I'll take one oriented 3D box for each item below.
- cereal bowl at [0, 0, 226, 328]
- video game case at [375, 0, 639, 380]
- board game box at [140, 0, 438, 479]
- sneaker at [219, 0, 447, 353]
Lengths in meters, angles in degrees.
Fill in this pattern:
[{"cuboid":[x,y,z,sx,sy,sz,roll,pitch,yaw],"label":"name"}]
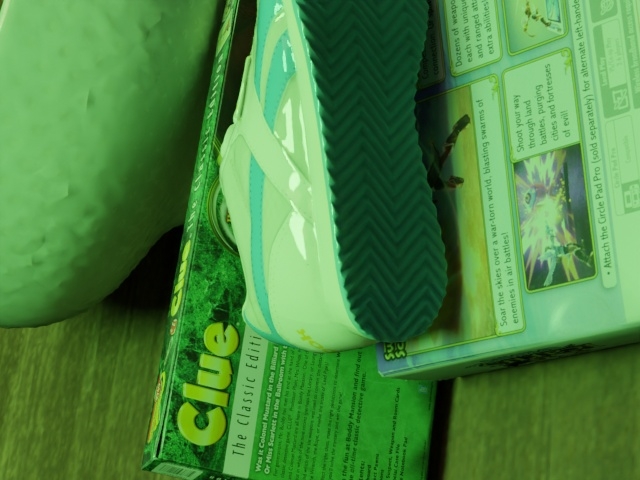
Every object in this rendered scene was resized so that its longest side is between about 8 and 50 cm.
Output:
[{"cuboid":[-0.122,-0.104,0.964,0.339,0.141,0.339,-163,90,-77],"label":"cereal bowl"},{"cuboid":[0.117,-0.088,0.727,0.244,0.061,0.269,-16,75,44],"label":"video game case"},{"cuboid":[0.000,0.000,0.813,0.030,0.136,0.260,142,141,-60],"label":"board game box"},{"cuboid":[-0.005,-0.063,0.750,0.092,0.087,0.229,-14,74,48],"label":"sneaker"}]
